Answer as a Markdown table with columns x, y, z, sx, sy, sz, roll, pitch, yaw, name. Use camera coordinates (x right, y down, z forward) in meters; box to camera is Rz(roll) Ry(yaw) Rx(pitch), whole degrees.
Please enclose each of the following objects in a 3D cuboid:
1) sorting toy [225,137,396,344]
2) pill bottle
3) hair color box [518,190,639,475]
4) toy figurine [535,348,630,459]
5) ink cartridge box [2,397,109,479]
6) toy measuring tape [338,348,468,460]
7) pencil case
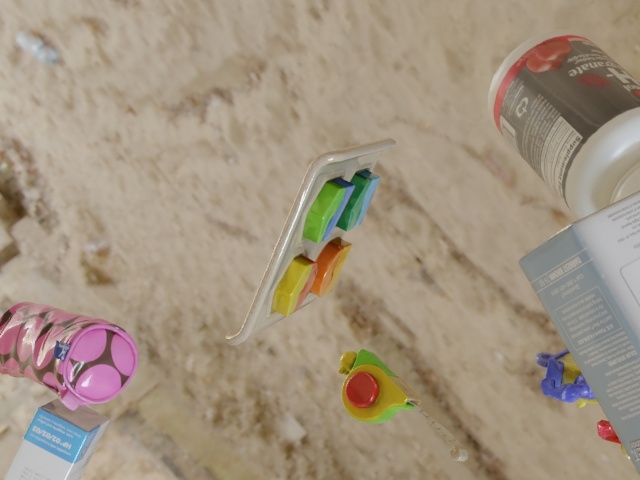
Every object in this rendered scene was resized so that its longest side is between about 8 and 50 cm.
| x | y | z | sx | sy | sz | roll | pitch | yaw | name |
| --- | --- | --- | --- | --- | --- | --- | --- | --- | --- |
| 0.000 | 0.000 | 1.125 | 0.038 | 0.208 | 0.193 | 32 | -162 | 12 | sorting toy |
| 0.363 | -0.125 | 1.518 | 0.318 | 0.176 | 0.176 | 57 | 170 | 45 | pill bottle |
| 0.380 | 0.132 | 1.184 | 0.374 | 0.185 | 0.113 | 61 | 151 | 10 | hair color box |
| 0.439 | 0.173 | 1.793 | 0.217 | 0.362 | 0.191 | 10 | 110 | 37 | toy figurine |
| -0.294 | 0.259 | 1.226 | 0.061 | 0.181 | 0.104 | 26 | 180 | 2 | ink cartridge box |
| 0.137 | 0.334 | 2.251 | 0.330 | 0.121 | 0.121 | 44 | 160 | 32 | toy measuring tape |
| -0.286 | 0.122 | 1.275 | 0.095 | 0.098 | 0.209 | 38 | 162 | -31 | pencil case |
